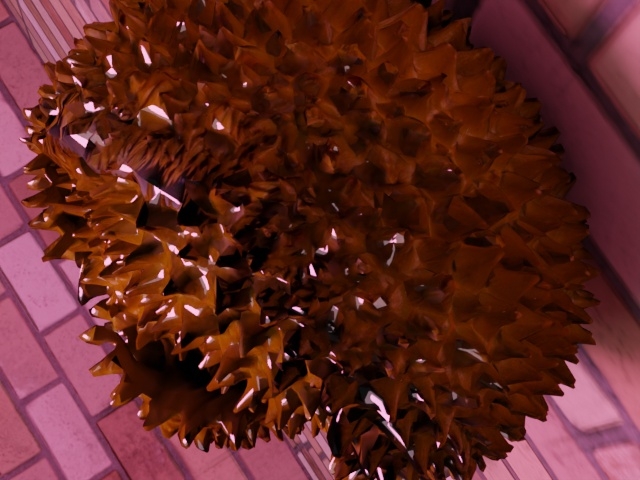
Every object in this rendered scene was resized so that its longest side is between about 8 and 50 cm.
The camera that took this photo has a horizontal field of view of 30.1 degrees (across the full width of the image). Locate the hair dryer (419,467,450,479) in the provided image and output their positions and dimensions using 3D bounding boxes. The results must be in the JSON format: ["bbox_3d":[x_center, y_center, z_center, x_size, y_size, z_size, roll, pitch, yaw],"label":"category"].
[{"bbox_3d":[0.099,0.170,1.018,0.047,0.071,0.150,62,-175,2],"label":"hair dryer"}]

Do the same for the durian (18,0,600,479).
[{"bbox_3d":[0.006,-0.004,0.556,0.293,0.258,0.258,52,169,-8],"label":"durian"}]
